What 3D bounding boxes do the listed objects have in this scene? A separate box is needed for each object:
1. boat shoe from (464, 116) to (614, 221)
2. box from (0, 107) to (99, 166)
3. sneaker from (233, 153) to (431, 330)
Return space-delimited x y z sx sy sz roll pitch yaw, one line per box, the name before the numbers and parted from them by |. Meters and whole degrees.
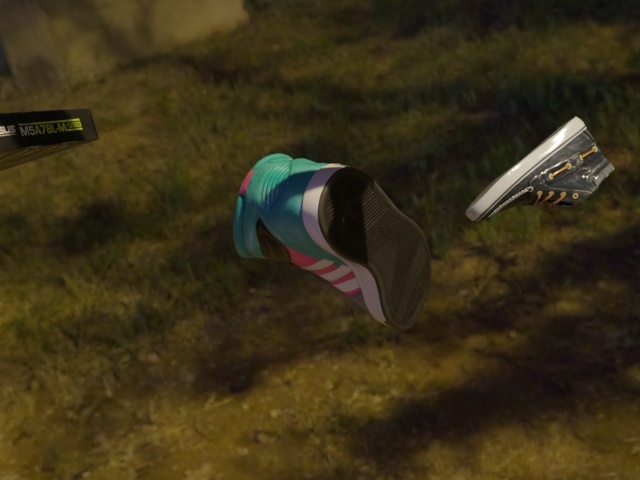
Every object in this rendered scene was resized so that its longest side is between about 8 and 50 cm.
boat shoe | 0.259 -0.061 1.060 0.183 0.083 0.065 -38 -2 -11
box | -0.362 -0.093 0.956 0.191 0.045 0.184 -14 3 21
sneaker | 0.000 0.000 1.010 0.179 0.295 0.123 17 70 34
